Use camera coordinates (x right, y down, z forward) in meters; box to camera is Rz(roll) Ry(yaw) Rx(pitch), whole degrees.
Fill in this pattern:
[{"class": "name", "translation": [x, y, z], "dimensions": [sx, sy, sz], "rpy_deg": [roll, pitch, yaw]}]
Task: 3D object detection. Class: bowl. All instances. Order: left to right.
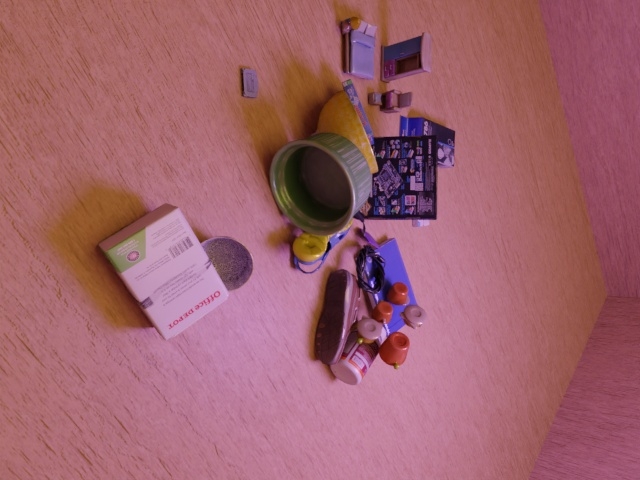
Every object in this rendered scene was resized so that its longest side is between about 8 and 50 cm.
[{"class": "bowl", "translation": [-0.268, 0.051, 1.473], "dimensions": [0.080, 0.170, 0.170], "rpy_deg": [-99, 164, -65]}, {"class": "bowl", "translation": [0.061, -0.326, 1.743], "dimensions": [0.156, 0.289, 0.290], "rpy_deg": [-24, 113, 3]}]

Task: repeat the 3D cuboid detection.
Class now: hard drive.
[{"class": "hard drive", "translation": [0.260, 0.175, 2.016], "dimensions": [0.210, 0.040, 0.319], "rpy_deg": [-27, 102, -40]}]

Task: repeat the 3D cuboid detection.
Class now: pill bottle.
[{"class": "pill bottle", "translation": [0.138, 0.387, 1.868], "dimensions": [0.221, 0.121, 0.121], "rpy_deg": [-48, 122, -37]}]

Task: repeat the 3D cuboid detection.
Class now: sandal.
[{"class": "sandal", "translation": [0.000, 0.000, 1.755], "dimensions": [0.317, 0.126, 0.138], "rpy_deg": [-43, 156, -44]}]

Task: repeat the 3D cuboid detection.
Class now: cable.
[{"class": "cable", "translation": [0.178, 0.101, 1.872], "dimensions": [0.151, 0.047, 0.184], "rpy_deg": [56, 40, -26]}]

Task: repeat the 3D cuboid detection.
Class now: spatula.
[{"class": "spatula", "translation": [0.147, -0.055, 1.869], "dimensions": [0.030, 0.084, 0.296], "rpy_deg": [-33, 144, 2]}]

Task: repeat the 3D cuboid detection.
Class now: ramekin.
[{"class": "ramekin", "translation": [0.008, -0.180, 1.623], "dimensions": [0.148, 0.303, 0.304], "rpy_deg": [-39, 117, -46]}]

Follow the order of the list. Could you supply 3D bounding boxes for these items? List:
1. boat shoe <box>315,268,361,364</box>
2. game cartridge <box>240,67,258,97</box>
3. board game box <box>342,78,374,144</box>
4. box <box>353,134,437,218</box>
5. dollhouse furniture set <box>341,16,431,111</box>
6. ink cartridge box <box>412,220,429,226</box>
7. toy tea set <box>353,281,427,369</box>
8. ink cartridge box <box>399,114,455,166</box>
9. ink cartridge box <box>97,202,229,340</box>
[{"class": "boat shoe", "translation": [0.076, 0.265, 1.813], "dimensions": [0.116, 0.123, 0.325], "rpy_deg": [25, 74, -44]}, {"class": "game cartridge", "translation": [-0.211, -0.470, 1.593], "dimensions": [0.056, 0.017, 0.083], "rpy_deg": [-5, 94, -41]}, {"class": "board game box", "translation": [0.130, -0.433, 1.822], "dimensions": [0.136, 0.035, 0.201], "rpy_deg": [41, 28, -80]}, {"class": "box", "translation": [0.266, -0.220, 1.887], "dimensions": [0.073, 0.293, 0.296], "rpy_deg": [6, 84, -76]}, {"class": "dollhouse furniture set", "translation": [0.226, -0.635, 1.901], "dimensions": [0.303, 0.198, 0.287], "rpy_deg": [1, 89, -44]}, {"class": "ink cartridge box", "translation": [0.417, -0.083, 2.212], "dimensions": [0.083, 0.028, 0.048], "rpy_deg": [-8, 96, -44]}, {"class": "toy tea set", "translation": [0.253, 0.298, 1.874], "dimensions": [0.336, 0.200, 0.124], "rpy_deg": [-44, 159, -43]}, {"class": "ink cartridge box", "translation": [0.451, -0.410, 2.222], "dimensions": [0.332, 0.065, 0.166], "rpy_deg": [4, 88, -44]}, {"class": "ink cartridge box", "translation": [-0.384, 0.076, 1.326], "dimensions": [0.198, 0.114, 0.273], "rpy_deg": [-35, 116, -22]}]
